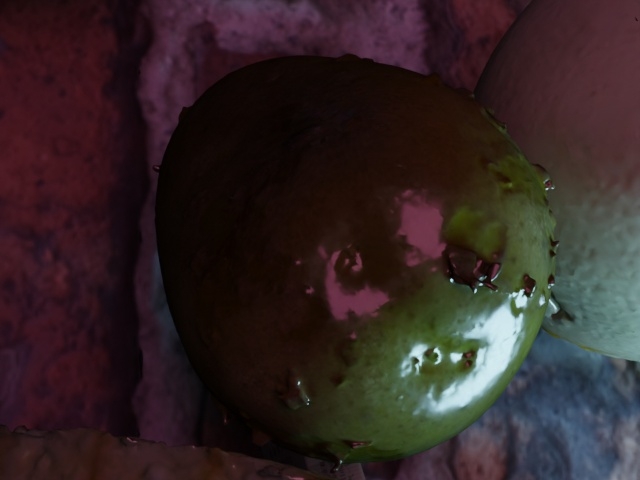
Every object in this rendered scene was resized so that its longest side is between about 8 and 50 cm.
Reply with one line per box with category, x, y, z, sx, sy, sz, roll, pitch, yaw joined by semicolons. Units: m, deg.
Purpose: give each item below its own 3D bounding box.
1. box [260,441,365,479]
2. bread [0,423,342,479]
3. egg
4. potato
box;0.002;0.190;1.244;0.048;0.100;0.152;-12;76;-17
bread;-0.127;0.255;1.093;0.395;0.264;0.239;1;74;28
egg;0.203;-0.051;1.289;0.201;0.337;0.337;-18;78;-5
potato;0.013;-0.014;1.185;0.270;0.359;0.219;-34;125;3
